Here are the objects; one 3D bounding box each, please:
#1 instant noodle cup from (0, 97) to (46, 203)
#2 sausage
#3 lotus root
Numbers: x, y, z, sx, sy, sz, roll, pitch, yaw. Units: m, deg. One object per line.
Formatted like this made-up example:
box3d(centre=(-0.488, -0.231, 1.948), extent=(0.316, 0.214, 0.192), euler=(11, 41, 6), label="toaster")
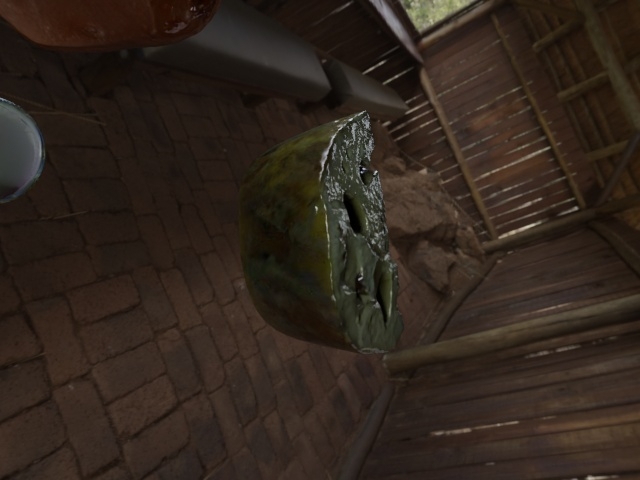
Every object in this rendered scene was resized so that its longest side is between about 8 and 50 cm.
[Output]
box3d(centre=(-0.540, -0.145, 0.658), extent=(0.205, 0.153, 0.204), euler=(-48, 147, -46), label="instant noodle cup")
box3d(centre=(-0.213, -0.259, 0.430), extent=(0.133, 0.259, 0.133), euler=(3, 90, -70), label="sausage")
box3d(centre=(0.000, 0.000, 0.418), extent=(0.138, 0.119, 0.234), euler=(-14, 98, -57), label="lotus root")
